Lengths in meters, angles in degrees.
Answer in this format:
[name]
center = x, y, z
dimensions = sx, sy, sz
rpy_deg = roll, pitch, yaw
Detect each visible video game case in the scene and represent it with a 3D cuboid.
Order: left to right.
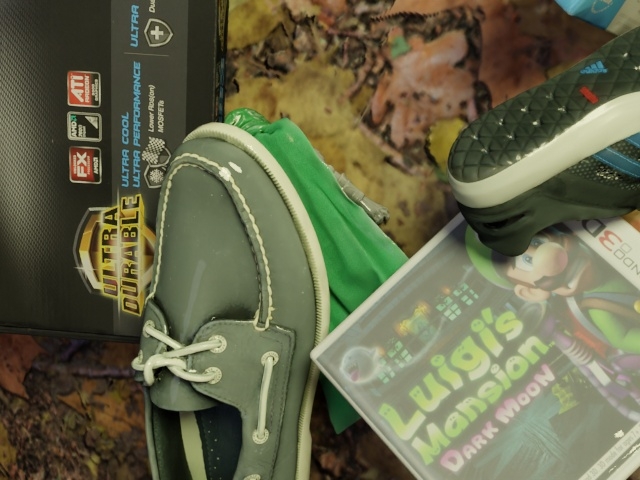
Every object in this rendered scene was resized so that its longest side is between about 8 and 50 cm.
[video game case]
center = 0.117, 0.064, 0.517
dimensions = 0.190, 0.022, 0.173
rpy_deg = -43, 66, -1

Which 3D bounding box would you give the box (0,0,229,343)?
[box]
center = -0.218, -0.077, 0.645
dimensions = 0.294, 0.073, 0.295
rpy_deg = 5, 109, -1

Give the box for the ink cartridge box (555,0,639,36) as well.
[ink cartridge box]
center = 0.187, -0.193, 0.454
dimensions = 0.180, 0.104, 0.060
rpy_deg = -49, 67, 27

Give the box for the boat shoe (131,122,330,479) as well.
[boat shoe]
center = -0.067, 0.086, 0.591
dimensions = 0.116, 0.099, 0.319
rpy_deg = 13, 118, 28

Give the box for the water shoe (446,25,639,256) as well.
[water shoe]
center = 0.169, -0.061, 0.495
dimensions = 0.203, 0.080, 0.072
rpy_deg = -23, 40, 9

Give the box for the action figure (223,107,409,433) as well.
[action figure]
center = 0.000, 0.000, 0.619
dimensions = 0.137, 0.063, 0.232
rpy_deg = -41, 75, 31
